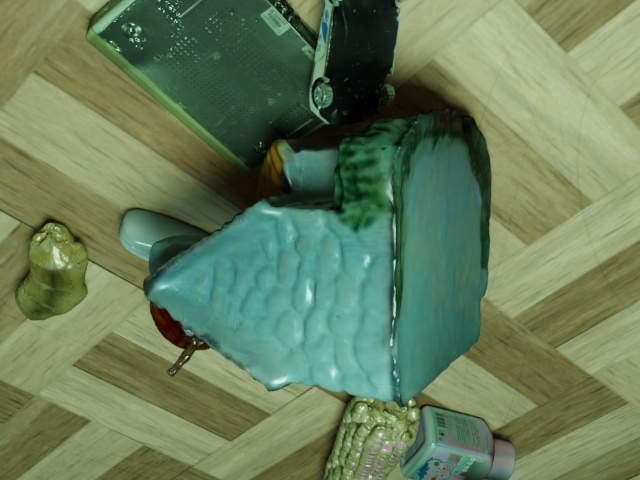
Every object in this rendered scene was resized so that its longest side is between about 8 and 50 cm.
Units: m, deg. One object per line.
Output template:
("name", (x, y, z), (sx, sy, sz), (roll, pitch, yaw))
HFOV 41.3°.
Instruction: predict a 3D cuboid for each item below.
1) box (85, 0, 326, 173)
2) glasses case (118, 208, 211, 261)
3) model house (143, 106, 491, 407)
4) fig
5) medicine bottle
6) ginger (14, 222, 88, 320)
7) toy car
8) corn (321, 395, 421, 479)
("box", (-0.100, -0.207, 0.968), (0.211, 0.045, 0.270), (-29, 128, 25))
("glasses case", (-0.188, 0.011, 1.155), (0.178, 0.067, 0.045), (24, 129, -22))
("model house", (0.000, 0.000, 1.017), (0.339, 0.360, 0.297), (1, 100, 26))
("fig", (-0.188, 0.101, 1.202), (0.128, 0.150, 0.128), (11, 116, 24))
("medicine bottle", (0.242, 0.371, 1.493), (0.188, 0.094, 0.119), (17, 129, -17))
("ginger", (-0.376, 0.053, 1.189), (0.095, 0.069, 0.190), (28, 131, 2))
("toy car", (0.040, -0.224, 0.926), (0.095, 0.056, 0.205), (-7, 119, -28))
("corn", (0.075, 0.372, 1.480), (0.126, 0.127, 0.335), (10, 136, -11))
